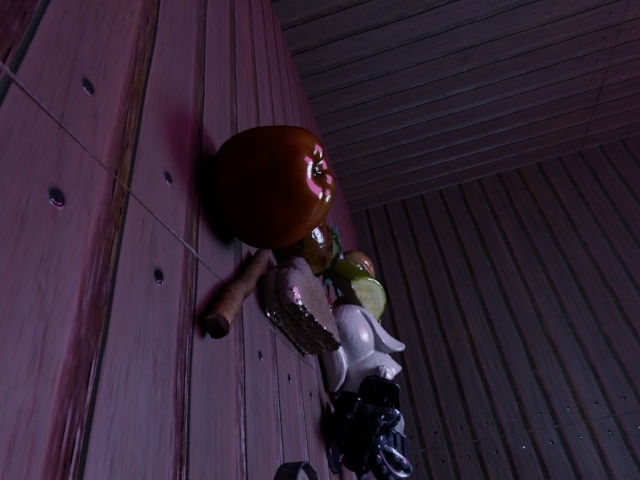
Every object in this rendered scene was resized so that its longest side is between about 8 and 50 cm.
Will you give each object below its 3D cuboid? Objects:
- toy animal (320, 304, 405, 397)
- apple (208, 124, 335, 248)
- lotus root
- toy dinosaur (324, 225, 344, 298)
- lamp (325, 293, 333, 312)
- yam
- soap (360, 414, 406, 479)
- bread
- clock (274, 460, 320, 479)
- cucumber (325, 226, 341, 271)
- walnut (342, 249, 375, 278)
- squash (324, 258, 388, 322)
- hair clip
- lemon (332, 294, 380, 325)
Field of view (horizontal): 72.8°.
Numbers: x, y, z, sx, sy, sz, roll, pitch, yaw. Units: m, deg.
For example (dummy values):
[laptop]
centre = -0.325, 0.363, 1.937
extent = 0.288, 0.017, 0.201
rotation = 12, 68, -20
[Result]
[toy animal]
centre = 0.107, 0.321, 1.324
extent = 0.265, 0.271, 0.206
rotation = 64, -19, 11
[apple]
centre = -0.087, -0.097, 0.793
extent = 0.234, 0.234, 0.234
rotation = -15, 90, -81
[lotus root]
centre = -0.049, -0.020, 1.132
extent = 0.169, 0.141, 0.314
rotation = -99, 169, -56
[toy dinosaur]
centre = 0.059, 0.098, 1.819
extent = 0.331, 0.129, 0.384
rotation = 75, 2, -82
[lamp]
centre = -0.009, 0.191, 1.208
extent = 0.101, 0.090, 0.101
rotation = -6, 98, -46
[yam]
centre = -0.136, 0.076, 0.761
extent = 0.045, 0.045, 0.327
rotation = 42, 14, -8
[soap]
centre = 0.216, 0.688, 1.575
extent = 0.446, 0.156, 0.261
rotation = 33, 44, -78
[bread]
centre = -0.046, 0.147, 1.036
extent = 0.337, 0.102, 0.183
rotation = 60, 13, -52
[clock]
centre = -0.028, 0.496, 0.744
extent = 0.215, 0.042, 0.215
rotation = -15, 90, -82
[cucumber]
centre = 0.001, 0.003, 1.504
extent = 0.244, 0.134, 0.134
rotation = -96, 169, -68
[walnut]
centre = 0.151, 0.146, 1.978
extent = 0.213, 0.213, 0.213
rotation = -15, 90, -81
[squash]
centre = 0.110, 0.148, 1.501
extent = 0.203, 0.111, 0.288
rotation = 63, -16, -19
[hair clip]
centre = 0.124, 0.513, 1.150
extent = 0.194, 0.206, 0.310
rotation = -76, 155, -61
[lemon]
centre = 0.118, 0.287, 1.527
extent = 0.244, 0.186, 0.187
rotation = 49, -15, 51
